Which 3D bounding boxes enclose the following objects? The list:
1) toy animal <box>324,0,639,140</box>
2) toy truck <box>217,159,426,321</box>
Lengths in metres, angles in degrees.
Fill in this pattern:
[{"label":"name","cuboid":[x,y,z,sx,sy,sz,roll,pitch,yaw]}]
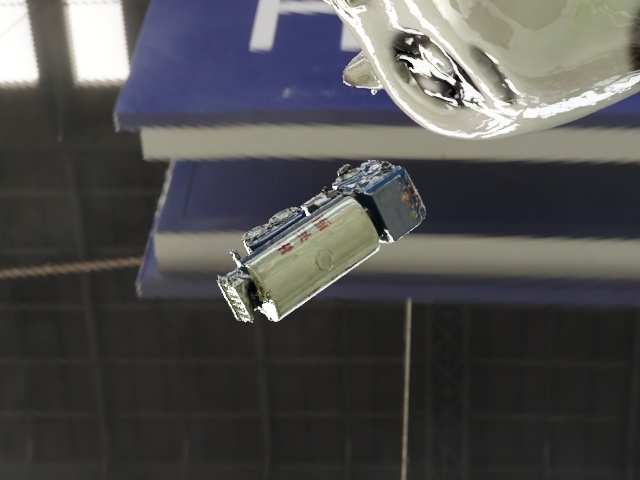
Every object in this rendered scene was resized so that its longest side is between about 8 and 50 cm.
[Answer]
[{"label":"toy animal","cuboid":[0.095,-0.190,0.715,0.251,0.310,0.251,-4,-65,-9]},{"label":"toy truck","cuboid":[0.000,0.000,1.251,0.202,0.088,0.074,-34,-72,-20]}]
